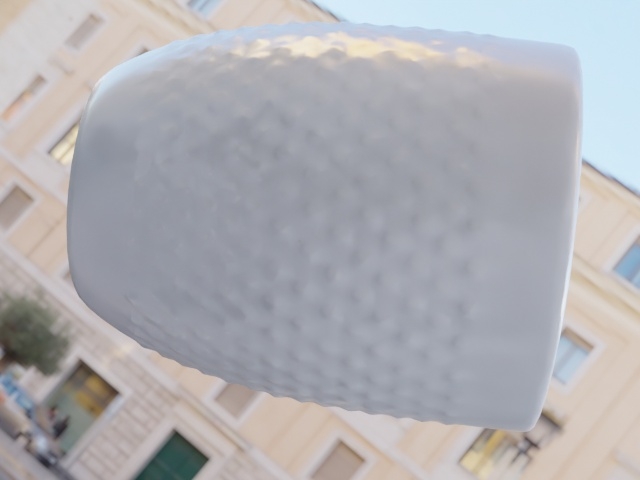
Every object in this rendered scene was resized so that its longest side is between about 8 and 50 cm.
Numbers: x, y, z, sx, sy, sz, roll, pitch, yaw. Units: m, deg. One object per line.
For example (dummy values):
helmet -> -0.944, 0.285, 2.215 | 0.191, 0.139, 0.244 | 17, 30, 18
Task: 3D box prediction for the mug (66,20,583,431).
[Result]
mug -> 0.000, 0.000, 0.992 | 0.328, 0.276, 0.374 | 7, -23, 3
